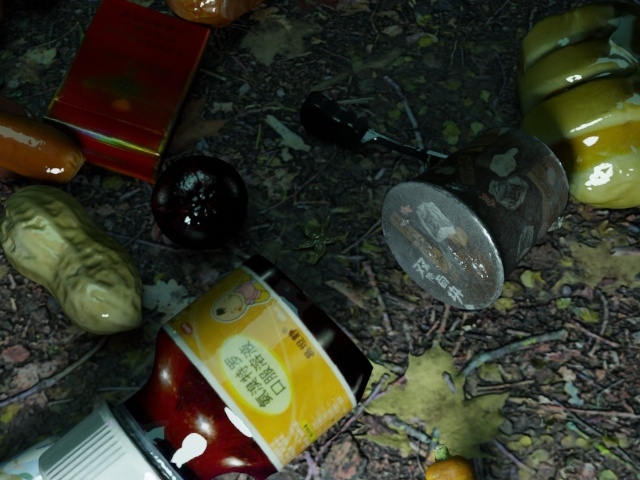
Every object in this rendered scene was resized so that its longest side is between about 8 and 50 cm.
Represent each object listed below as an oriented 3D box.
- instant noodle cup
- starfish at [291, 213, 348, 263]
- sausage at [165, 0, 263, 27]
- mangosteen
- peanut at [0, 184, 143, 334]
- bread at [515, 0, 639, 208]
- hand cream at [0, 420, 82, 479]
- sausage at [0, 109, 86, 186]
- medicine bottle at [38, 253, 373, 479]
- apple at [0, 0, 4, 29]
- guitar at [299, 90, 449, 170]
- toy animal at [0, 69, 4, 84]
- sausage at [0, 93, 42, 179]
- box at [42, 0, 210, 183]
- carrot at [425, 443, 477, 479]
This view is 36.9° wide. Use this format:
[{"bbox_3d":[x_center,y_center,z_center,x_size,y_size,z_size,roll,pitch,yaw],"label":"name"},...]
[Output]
[{"bbox_3d":[0.231,-0.042,1.382,0.217,0.217,0.207,34,56,26],"label":"instant noodle cup"},{"bbox_3d":[0.000,0.000,1.480,0.092,0.016,0.086,-9,54,-6],"label":"starfish"},{"bbox_3d":[-0.184,-0.485,1.766,0.141,0.153,0.268,16,41,21],"label":"sausage"},{"bbox_3d":[-0.187,-0.058,1.469,0.152,0.152,0.152,-2,52,3],"label":"mangosteen"},{"bbox_3d":[-0.367,0.028,1.409,0.149,0.149,0.313,-38,63,-22],"label":"peanut"},{"bbox_3d":[0.450,-0.218,1.494,0.301,0.210,0.341,7,54,12],"label":"bread"},{"bbox_3d":[-0.389,0.312,1.252,0.256,0.055,0.088,-30,52,-10],"label":"hand cream"},{"bbox_3d":[-0.508,-0.161,1.460,0.300,0.083,0.089,19,98,-9],"label":"sausage"},{"bbox_3d":[-0.141,0.219,1.195,0.395,0.242,0.242,-43,60,-11],"label":"medicine bottle"},{"bbox_3d":[-0.660,-0.434,1.782,0.146,0.146,0.146,-2,52,3],"label":"apple"},{"bbox_3d":[0.090,-0.165,1.571,0.271,0.084,0.038,25,62,14],"label":"guitar"},{"bbox_3d":[-0.604,-0.267,1.684,0.155,0.095,0.219,15,56,21],"label":"toy animal"},{"bbox_3d":[-0.592,-0.184,1.574,0.280,0.152,0.152,14,54,2],"label":"sausage"},{"bbox_3d":[-0.325,-0.261,1.630,0.197,0.089,0.313,18,53,-6],"label":"box"},{"bbox_3d":[0.186,0.369,1.160,0.061,0.061,0.256,-14,63,-7],"label":"carrot"}]
